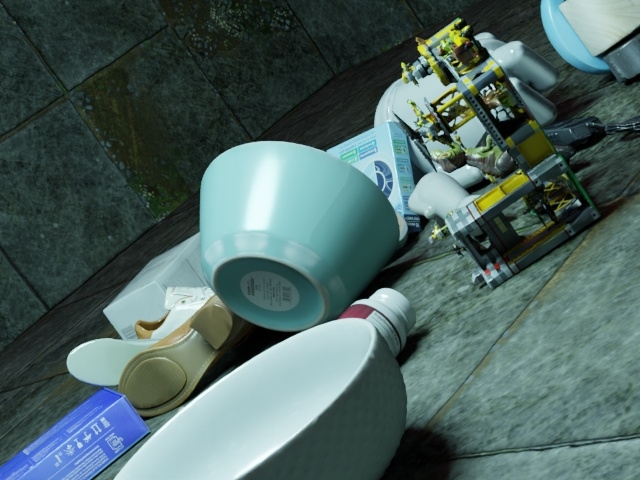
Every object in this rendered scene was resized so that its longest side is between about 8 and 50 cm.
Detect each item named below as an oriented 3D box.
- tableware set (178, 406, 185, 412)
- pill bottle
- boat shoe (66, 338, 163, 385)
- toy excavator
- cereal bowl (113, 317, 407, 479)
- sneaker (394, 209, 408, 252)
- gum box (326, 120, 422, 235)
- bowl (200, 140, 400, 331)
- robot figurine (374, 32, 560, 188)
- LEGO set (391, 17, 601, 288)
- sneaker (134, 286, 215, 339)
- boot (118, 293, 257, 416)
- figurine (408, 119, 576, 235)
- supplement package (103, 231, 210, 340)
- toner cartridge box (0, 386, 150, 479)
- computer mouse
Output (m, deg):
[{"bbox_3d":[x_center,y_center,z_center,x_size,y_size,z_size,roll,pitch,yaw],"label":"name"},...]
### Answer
[{"bbox_3d":[-0.157,0.253,1.731,0.128,0.039,0.194,-33,12,7],"label":"tableware set"},{"bbox_3d":[0.049,0.127,1.547,0.152,0.086,0.086,-43,14,-36],"label":"pill bottle"},{"bbox_3d":[-0.312,0.204,2.120,0.228,0.079,0.081,-3,-12,-18],"label":"boat shoe"},{"bbox_3d":[0.539,-0.437,2.231,0.433,0.222,0.445,-36,3,-15],"label":"toy excavator"},{"bbox_3d":[-0.050,0.231,1.267,0.339,0.141,0.339,-33,12,8],"label":"cereal bowl"},{"bbox_3d":[0.000,0.000,2.038,0.302,0.121,0.108,3,54,18],"label":"sneaker"},{"bbox_3d":[0.086,-0.084,2.084,0.041,0.184,0.157,1,-15,-41],"label":"gum box"},{"bbox_3d":[-0.051,0.019,1.862,0.312,0.311,0.163,-25,35,41],"label":"bowl"},{"bbox_3d":[0.230,-0.206,2.106,0.353,0.200,0.299,-21,46,47],"label":"robot figurine"},{"bbox_3d":[0.187,-0.100,1.604,0.192,0.331,0.255,-35,32,8],"label":"LEGO set"},{"bbox_3d":[-0.197,0.113,2.206,0.290,0.123,0.106,-32,10,7],"label":"sneaker"},{"bbox_3d":[-0.190,0.160,2.057,0.283,0.109,0.220,-50,-7,24],"label":"boot"},{"bbox_3d":[0.252,-0.084,1.854,0.215,0.092,0.209,-37,16,-6],"label":"figurine"},{"bbox_3d":[-0.281,0.109,2.412,0.134,0.139,0.244,-28,12,25],"label":"supplement package"},{"bbox_3d":[-0.437,0.368,1.958,0.348,0.075,0.165,-38,10,-17],"label":"toner cartridge box"},{"bbox_3d":[0.406,-0.155,1.841,0.071,0.041,0.242,-21,11,-24],"label":"computer mouse"}]
